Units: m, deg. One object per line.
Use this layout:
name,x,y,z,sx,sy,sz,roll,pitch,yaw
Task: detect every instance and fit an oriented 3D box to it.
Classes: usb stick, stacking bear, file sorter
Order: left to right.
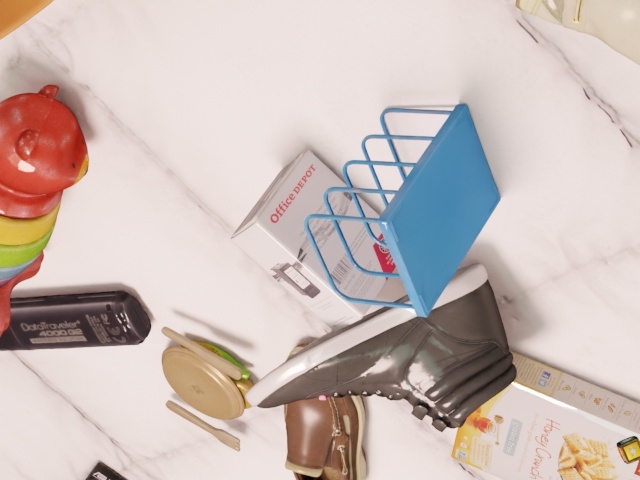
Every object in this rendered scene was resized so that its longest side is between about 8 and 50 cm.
stacking bear,-0.352,-0.051,1.926,0.164,0.175,0.289,31,133,-10
usb stick,-0.326,0.101,2.149,0.278,0.045,0.077,-5,122,38
file sorter,0.077,-0.031,1.630,0.104,0.170,0.118,4,133,35

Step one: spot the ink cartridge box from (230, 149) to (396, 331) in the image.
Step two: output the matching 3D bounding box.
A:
ink cartridge box,0.000,0.000,1.762,0.150,0.109,0.063,42,147,-11

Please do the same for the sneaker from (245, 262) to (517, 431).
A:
sneaker,0.068,0.149,1.785,0.295,0.104,0.147,-26,94,19

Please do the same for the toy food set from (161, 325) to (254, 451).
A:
toy food set,-0.135,0.170,2.104,0.132,0.038,0.192,29,147,16

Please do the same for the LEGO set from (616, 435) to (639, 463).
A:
LEGO set,0.415,0.234,1.681,0.244,0.182,0.060,36,179,0

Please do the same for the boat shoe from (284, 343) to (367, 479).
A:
boat shoe,0.001,0.236,2.025,0.095,0.095,0.257,9,136,27

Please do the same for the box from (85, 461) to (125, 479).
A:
box,-0.274,0.413,2.446,0.184,0.045,0.191,36,143,0

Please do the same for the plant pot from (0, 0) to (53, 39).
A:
plant pot,-0.346,-0.301,1.573,0.203,0.291,0.291,54,140,1

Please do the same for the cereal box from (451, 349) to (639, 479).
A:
cereal box,0.268,0.219,1.860,0.240,0.047,0.173,22,139,14

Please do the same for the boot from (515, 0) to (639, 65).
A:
boot,0.263,-0.220,1.376,0.165,0.077,0.213,31,147,3
